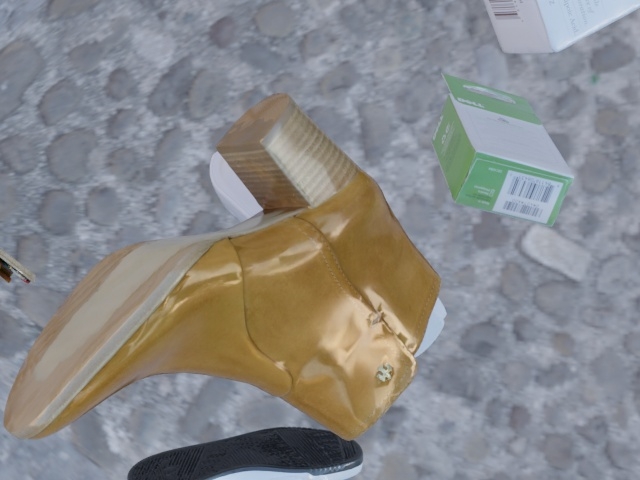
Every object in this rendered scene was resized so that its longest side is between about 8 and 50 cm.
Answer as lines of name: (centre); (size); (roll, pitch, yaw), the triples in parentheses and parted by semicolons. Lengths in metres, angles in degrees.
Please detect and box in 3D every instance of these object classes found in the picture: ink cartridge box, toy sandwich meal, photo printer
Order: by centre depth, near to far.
toy sandwich meal: (-0.330, 0.025, 1.379); (0.085, 0.085, 0.029); (41, 81, -18)
ink cartridge box: (0.182, -0.098, 1.416); (0.109, 0.209, 0.062); (14, 116, -13)
photo printer: (0.000, 0.000, 1.711); (0.107, 0.307, 0.256); (-47, 142, -3)

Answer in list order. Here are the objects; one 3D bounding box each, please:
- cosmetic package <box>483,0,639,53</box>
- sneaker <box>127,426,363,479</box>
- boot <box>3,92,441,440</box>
cosmetic package: (0.241, -0.253, 1.122); (0.231, 0.085, 0.117); (-30, 109, -18)
sneaker: (-0.089, 0.347, 1.694); (0.296, 0.124, 0.178); (-7, 116, -12)
boot: (-0.043, 0.070, 0.877); (0.295, 0.104, 0.211); (-50, 119, -23)
